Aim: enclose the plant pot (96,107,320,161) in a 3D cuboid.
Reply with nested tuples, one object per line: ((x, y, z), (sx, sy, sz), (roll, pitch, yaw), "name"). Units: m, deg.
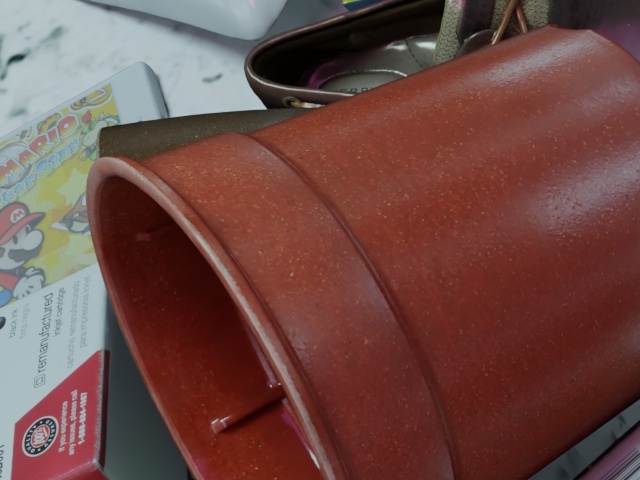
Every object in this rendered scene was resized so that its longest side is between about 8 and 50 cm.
((0.000, 0.000, 1.155), (0.230, 0.215, 0.215), (-16, 58, 3), "plant pot")

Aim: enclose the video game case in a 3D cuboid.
((-0.201, -0.003, 1.354), (0.227, 0.026, 0.206), (-27, 56, 13), "video game case")

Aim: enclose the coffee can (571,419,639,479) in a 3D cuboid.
((0.259, 0.140, 0.933), (0.275, 0.201, 0.201), (-42, 54, 3), "coffee can")

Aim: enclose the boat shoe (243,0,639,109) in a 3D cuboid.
((0.111, -0.125, 1.192), (0.342, 0.123, 0.123), (-6, 63, 25), "boat shoe")

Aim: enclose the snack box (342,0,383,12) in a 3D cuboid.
((0.109, -0.256, 1.293), (0.174, 0.070, 0.207), (-10, 62, 26), "snack box")

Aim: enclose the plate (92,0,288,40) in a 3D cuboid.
((-0.074, -0.298, 1.379), (0.278, 0.045, 0.277), (21, 80, 47), "plate")

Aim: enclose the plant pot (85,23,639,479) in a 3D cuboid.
((0.057, 0.026, 0.962), (0.265, 0.272, 0.272), (-27, 51, -19), "plant pot")

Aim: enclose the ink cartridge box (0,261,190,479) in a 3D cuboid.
((-0.229, 0.160, 1.199), (0.273, 0.114, 0.197), (-25, 36, 15), "ink cartridge box")
